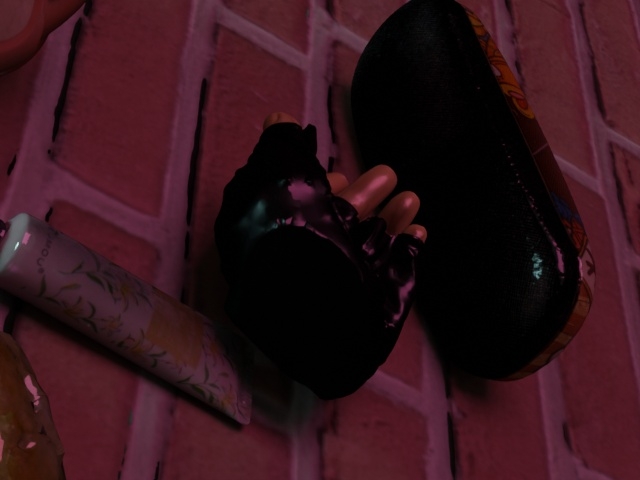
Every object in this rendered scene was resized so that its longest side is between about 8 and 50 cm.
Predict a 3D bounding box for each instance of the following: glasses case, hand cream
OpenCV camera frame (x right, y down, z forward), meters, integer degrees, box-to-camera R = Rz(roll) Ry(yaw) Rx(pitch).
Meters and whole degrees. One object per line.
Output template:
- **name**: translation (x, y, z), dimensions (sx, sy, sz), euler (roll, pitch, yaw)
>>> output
- **glasses case**: translation (0.101, -0.044, 1.200), dimensions (0.082, 0.122, 0.321), euler (19, 38, -38)
- **hand cream**: translation (-0.113, 0.038, 0.948), dimensions (0.194, 0.042, 0.067), euler (31, 32, -25)

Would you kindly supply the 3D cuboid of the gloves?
- **gloves**: translation (0.000, 0.000, 1.050), dimensions (0.164, 0.124, 0.203), euler (63, 9, -7)

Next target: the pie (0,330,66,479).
- **pie**: translation (-0.237, 0.117, 0.633), dimensions (0.355, 0.103, 0.288), euler (32, 46, -11)

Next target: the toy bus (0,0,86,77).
- **toy bus**: translation (-0.225, -0.189, 0.943), dimensions (0.194, 0.232, 0.287), euler (7, 24, 16)
